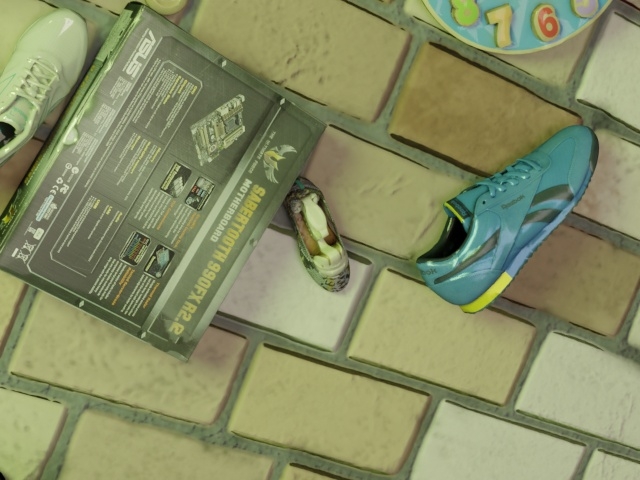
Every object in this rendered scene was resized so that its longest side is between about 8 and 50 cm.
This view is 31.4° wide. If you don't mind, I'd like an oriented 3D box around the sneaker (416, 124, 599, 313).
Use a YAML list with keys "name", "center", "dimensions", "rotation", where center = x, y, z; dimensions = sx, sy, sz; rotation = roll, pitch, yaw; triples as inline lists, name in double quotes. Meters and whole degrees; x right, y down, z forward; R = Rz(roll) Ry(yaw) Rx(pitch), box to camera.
- name: "sneaker"
  center: [0.169, -0.034, 1.030]
  dimensions: [0.082, 0.069, 0.209]
  rotation: [42, 85, -22]

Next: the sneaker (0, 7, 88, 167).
- name: "sneaker"
  center: [-0.220, -0.106, 0.852]
  dimensions: [0.053, 0.061, 0.152]
  rotation: [35, 87, -24]

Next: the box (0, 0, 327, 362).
- name: "box"
  center: [-0.129, -0.044, 0.907]
  dimensions: [0.183, 0.056, 0.231]
  rotation: [30, 91, -27]

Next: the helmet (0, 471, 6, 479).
- name: "helmet"
  center: [-0.287, 0.252, 0.857]
  dimensions: [0.161, 0.169, 0.169]
  rotation: [-12, 108, -37]

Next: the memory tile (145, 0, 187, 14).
- name: "memory tile"
  center: [-0.098, -0.256, 0.892]
  dimensions: [0.148, 0.012, 0.113]
  rotation: [-38, 114, -11]

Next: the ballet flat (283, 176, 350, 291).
- name: "ballet flat"
  center: [0.000, 0.000, 0.983]
  dimensions: [0.041, 0.041, 0.114]
  rotation: [-29, 113, -14]

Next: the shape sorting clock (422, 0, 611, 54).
- name: "shape sorting clock"
  center: [0.175, -0.261, 0.973]
  dimensions: [0.206, 0.040, 0.206]
  rotation: [-3, 108, -8]
